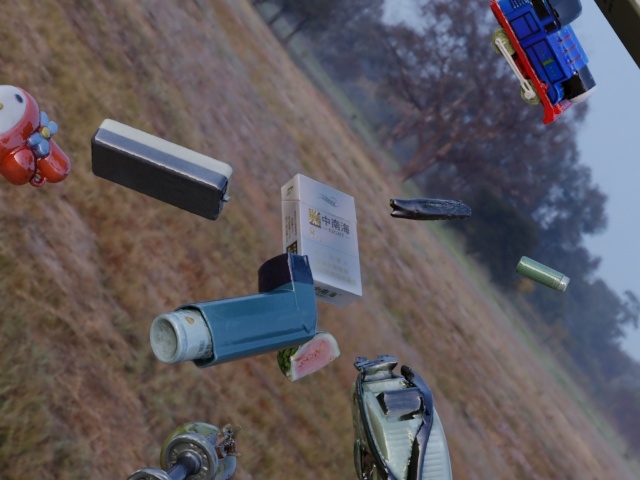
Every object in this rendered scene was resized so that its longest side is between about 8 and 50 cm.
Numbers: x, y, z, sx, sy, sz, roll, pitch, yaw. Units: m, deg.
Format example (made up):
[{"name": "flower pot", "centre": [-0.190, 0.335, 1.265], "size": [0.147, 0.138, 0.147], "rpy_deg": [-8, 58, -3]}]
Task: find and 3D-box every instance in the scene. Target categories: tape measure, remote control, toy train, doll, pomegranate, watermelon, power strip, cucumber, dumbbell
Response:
[{"name": "tape measure", "centre": [0.097, 0.277, 1.278], "size": [0.207, 0.115, 0.235], "rpy_deg": [173, -90, -83]}, {"name": "remote control", "centre": [0.408, -0.271, 1.220], "size": [0.285, 0.038, 0.123], "rpy_deg": [63, 3, 18]}, {"name": "toy train", "centre": [0.338, -0.289, 1.445], "size": [0.082, 0.131, 0.204], "rpy_deg": [-39, 102, -42]}, {"name": "doll", "centre": [-0.557, -0.198, 1.679], "size": [0.129, 0.161, 0.290], "rpy_deg": [-8, -52, 50]}, {"name": "pomegranate", "centre": [-0.182, 0.356, 1.575], "size": [0.129, 0.159, 0.129], "rpy_deg": [32, 53, -57]}, {"name": "watermelon", "centre": [-0.022, 0.210, 1.933], "size": [0.087, 0.069, 0.163], "rpy_deg": [48, 36, 16]}, {"name": "power strip", "centre": [-0.276, -0.123, 1.708], "size": [0.256, 0.070, 0.105], "rpy_deg": [22, -35, 3]}, {"name": "cucumber", "centre": [0.165, -0.046, 1.449], "size": [0.034, 0.134, 0.033], "rpy_deg": [4, -87, 60]}, {"name": "dumbbell", "centre": [-0.192, 0.309, 1.252], "size": [0.082, 0.081, 0.254], "rpy_deg": [55, 22, 1]}]

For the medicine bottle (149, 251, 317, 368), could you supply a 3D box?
[{"name": "medicine bottle", "centre": [-0.104, 0.093, 1.252], "size": [0.258, 0.079, 0.124], "rpy_deg": [-10, 76, -46]}]

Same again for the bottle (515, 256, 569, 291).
[{"name": "bottle", "centre": [0.357, 0.055, 1.557], "size": [0.083, 0.030, 0.030], "rpy_deg": [25, -5, 15]}]

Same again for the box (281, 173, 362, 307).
[{"name": "box", "centre": [0.000, 0.000, 1.943], "size": [0.155, 0.067, 0.243], "rpy_deg": [22, 50, -35]}]
